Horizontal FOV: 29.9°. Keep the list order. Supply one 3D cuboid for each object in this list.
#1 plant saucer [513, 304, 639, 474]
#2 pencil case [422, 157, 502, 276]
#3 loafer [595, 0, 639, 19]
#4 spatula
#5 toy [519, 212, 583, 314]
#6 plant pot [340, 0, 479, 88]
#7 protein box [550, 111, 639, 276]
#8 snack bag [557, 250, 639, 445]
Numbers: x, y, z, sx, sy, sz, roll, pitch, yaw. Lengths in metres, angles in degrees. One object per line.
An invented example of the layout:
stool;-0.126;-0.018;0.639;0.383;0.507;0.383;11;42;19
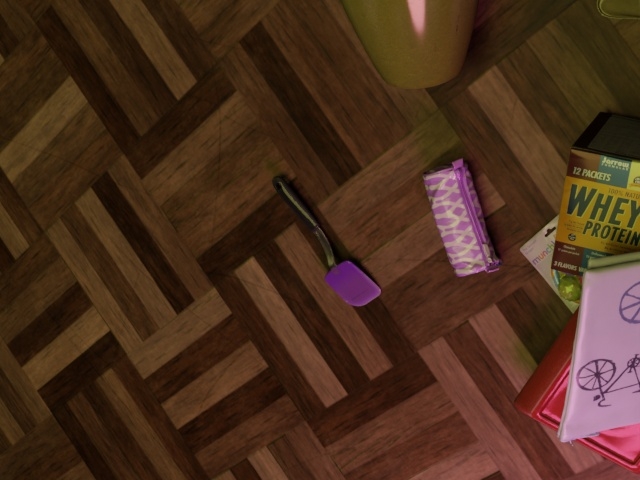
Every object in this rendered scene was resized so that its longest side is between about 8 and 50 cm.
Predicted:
plant saucer;0.486;0.258;1.981;0.259;0.047;0.258;29;123;3
pencil case;0.242;-0.036;2.048;0.206;0.086;0.088;68;161;-8
loafer;0.479;-0.359;1.791;0.148;0.050;0.056;1;108;33
spatula;0.000;0.000;2.259;0.084;0.030;0.296;-38;85;39
toy;0.441;0.072;1.978;0.237;0.056;0.137;50;125;8
plant pot;0.143;-0.399;1.891;0.275;0.275;0.293;10;129;30
protein box;0.452;-0.065;1.817;0.136;0.201;0.199;14;115;21
snack bag;0.520;0.148;1.801;0.037;0.323;0.342;-117;22;-52
